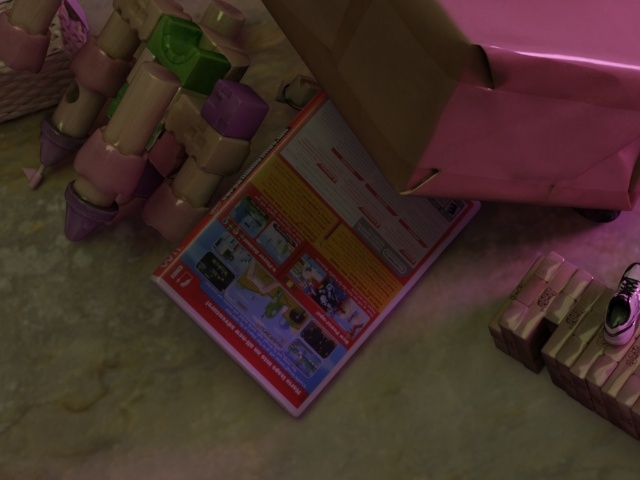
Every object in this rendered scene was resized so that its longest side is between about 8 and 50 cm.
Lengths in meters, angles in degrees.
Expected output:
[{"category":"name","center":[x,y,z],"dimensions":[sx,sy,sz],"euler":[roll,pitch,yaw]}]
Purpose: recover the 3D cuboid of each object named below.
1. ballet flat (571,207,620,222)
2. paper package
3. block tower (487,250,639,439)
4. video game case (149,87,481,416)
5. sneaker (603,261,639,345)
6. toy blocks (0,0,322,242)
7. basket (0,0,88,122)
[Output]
[{"category":"ballet flat","center":[0.230,-0.078,1.877],"dimensions":[0.173,0.049,0.057],"euler":[36,76,26]},{"category":"paper package","center":[0.149,-0.196,1.784],"dimensions":[0.325,0.309,0.168],"euler":[57,133,40]},{"category":"block tower","center":[0.311,0.135,1.730],"dimensions":[0.335,0.091,0.097],"euler":[32,76,26]},{"category":"video game case","center":[0.000,0.000,1.834],"dimensions":[0.285,0.204,0.025],"euler":[-48,22,-11]},{"category":"sneaker","center":[0.277,0.053,1.706],"dimensions":[0.032,0.037,0.083],"euler":[12,66,21]},{"category":"toy blocks","center":[-0.175,-0.095,1.927],"dimensions":[0.288,0.309,0.260],"euler":[49,116,40]},{"category":"basket","center":[-0.337,-0.201,2.050],"dimensions":[0.167,0.113,0.103],"euler":[-18,64,6]}]
